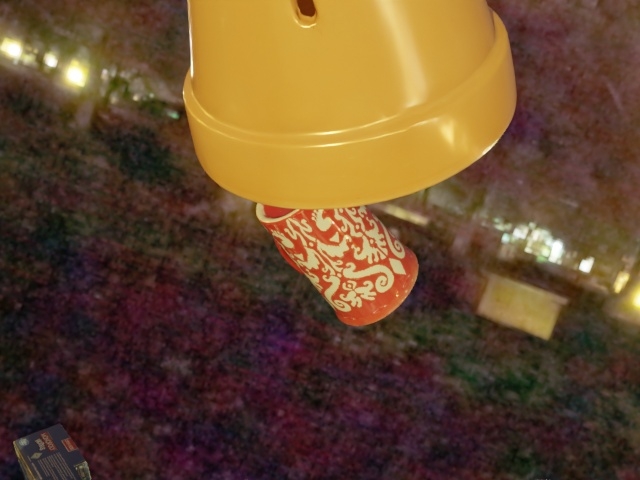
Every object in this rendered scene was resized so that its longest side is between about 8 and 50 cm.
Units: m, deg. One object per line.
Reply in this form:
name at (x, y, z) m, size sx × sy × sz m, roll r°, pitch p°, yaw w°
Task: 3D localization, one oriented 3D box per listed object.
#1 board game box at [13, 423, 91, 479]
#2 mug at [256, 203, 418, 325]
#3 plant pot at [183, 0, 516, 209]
board game box at (-0.269, 0.335, 0.974) m, size 0.060 × 0.194 × 0.194 m, roll -19°, pitch 25°, yaw -27°
mug at (0.001, 0.006, 0.964) m, size 0.169 × 0.150 × 0.113 m, roll 48°, pitch 33°, yaw -33°
plant pot at (0.012, -0.192, 0.728) m, size 0.291 × 0.291 × 0.203 m, roll 24°, pitch -38°, yaw 37°
